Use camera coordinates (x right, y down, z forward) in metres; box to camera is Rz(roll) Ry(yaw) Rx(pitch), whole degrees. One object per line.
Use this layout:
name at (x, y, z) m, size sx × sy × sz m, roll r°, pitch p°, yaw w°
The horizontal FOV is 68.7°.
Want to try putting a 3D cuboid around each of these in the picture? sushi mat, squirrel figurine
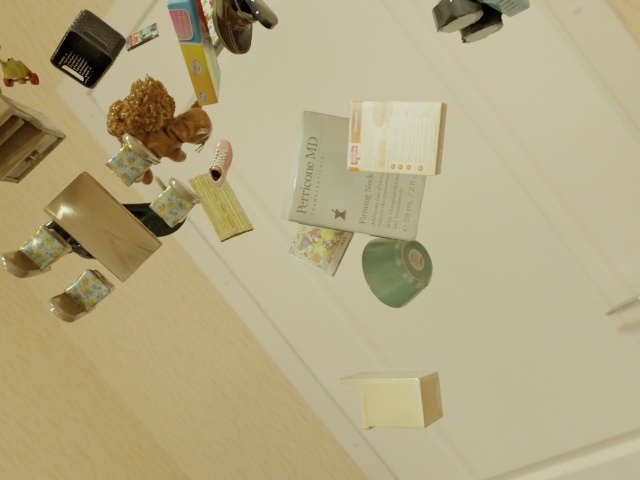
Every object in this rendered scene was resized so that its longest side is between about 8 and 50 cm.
sushi mat at (-0.402, -0.146, 1.885) m, size 0.152 × 0.316 × 0.019 m, roll -22°, pitch -21°, yaw -26°
squirrel figurine at (-0.658, -0.480, 1.959) m, size 0.371 × 0.280 × 0.397 m, roll -15°, pitch -30°, yaw 6°

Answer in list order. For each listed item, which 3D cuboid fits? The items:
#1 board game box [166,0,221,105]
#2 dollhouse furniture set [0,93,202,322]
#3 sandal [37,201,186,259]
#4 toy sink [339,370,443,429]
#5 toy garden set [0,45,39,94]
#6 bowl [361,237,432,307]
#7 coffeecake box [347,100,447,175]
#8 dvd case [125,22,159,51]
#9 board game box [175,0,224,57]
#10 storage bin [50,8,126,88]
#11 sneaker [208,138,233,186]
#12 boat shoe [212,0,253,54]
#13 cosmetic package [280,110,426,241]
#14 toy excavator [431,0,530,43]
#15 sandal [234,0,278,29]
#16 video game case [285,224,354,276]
board game box at (-0.396, -0.632, 1.500) m, size 0.064 × 0.316 × 0.242 m, roll -10°, pitch 44°, yaw 0°
dollhouse furniture set at (-0.515, -0.086, 0.945) m, size 0.362 × 0.394 × 0.256 m, roll -45°, pitch 7°, yaw -3°
sandal at (-0.573, -0.024, 1.341) m, size 0.446 × 0.107 × 0.167 m, roll -16°, pitch -30°, yaw -45°
toy sink at (0.187, 0.426, 1.254) m, size 0.234 × 0.131 × 0.153 m, roll -10°, pitch -12°, yaw 30°
toy garden set at (-0.755, -0.396, 0.995) m, size 0.204 × 0.049 × 0.244 m, roll -7°, pitch -15°, yaw -6°
bowl at (0.334, 0.105, 1.895) m, size 0.163 × 0.311 × 0.311 m, roll -30°, pitch 8°, yaw 46°
coffeecake box at (0.154, -0.210, 0.960) m, size 0.186 × 0.142 × 0.068 m, roll 8°, pitch 13°, yaw 22°
dvd case at (-0.601, -0.686, 1.579) m, size 0.120 × 0.087 × 0.013 m, roll -26°, pitch -39°, yaw 4°
board game box at (-0.385, -0.809, 1.717) m, size 0.305 × 0.193 × 0.053 m, roll -50°, pitch -27°, yaw 12°
storage bin at (-0.613, -0.499, 1.235) m, size 0.180 × 0.122 × 0.084 m, roll -17°, pitch 50°, yaw 44°
sneaker at (-0.273, -0.214, 1.282) m, size 0.070 × 0.051 × 0.134 m, roll -136°, pitch 57°, yaw -87°
boat shoe at (-0.249, -0.700, 1.424) m, size 0.123 × 0.123 × 0.342 m, roll -43°, pitch -21°, yaw -24°
cosmetic package at (0.096, -0.190, 1.502) m, size 0.327 × 0.394 × 0.328 m, roll -155°, pitch 74°, yaw -81°
toy excavator at (0.503, -0.656, 1.067) m, size 0.446 × 0.222 × 0.433 m, roll -14°, pitch 2°, yaw 40°
sandal at (-0.186, -0.612, 1.205) m, size 0.054 × 0.254 × 0.097 m, roll -45°, pitch -32°, yaw 22°
video game case at (0.000, 0.000, 1.766) m, size 0.026 × 0.227 × 0.206 m, roll 29°, pitch -94°, yaw -60°
